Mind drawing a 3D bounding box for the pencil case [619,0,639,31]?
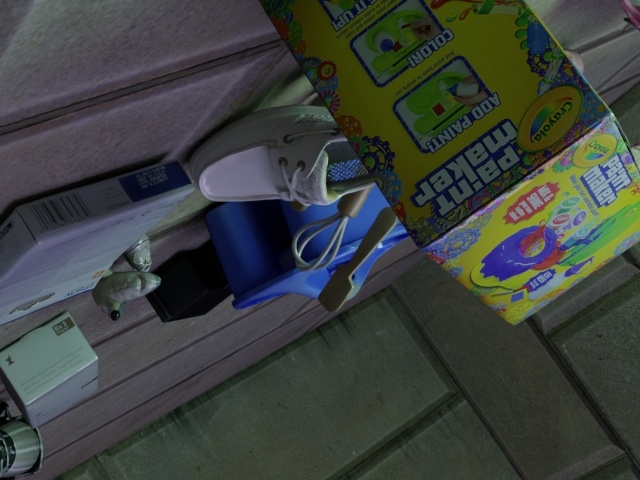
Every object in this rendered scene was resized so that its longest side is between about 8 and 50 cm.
[{"bbox_3d":[0.543,-0.382,1.847,0.167,0.160,0.386,-29,176,25],"label":"pencil case"}]

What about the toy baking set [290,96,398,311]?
[{"bbox_3d":[0.033,-0.058,1.407,0.196,0.256,0.030,-25,163,33],"label":"toy baking set"}]

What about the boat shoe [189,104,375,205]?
[{"bbox_3d":[-0.006,-0.083,1.303,0.277,0.096,0.098,-14,137,10],"label":"boat shoe"}]

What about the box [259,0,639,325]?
[{"bbox_3d":[0.131,-0.111,1.075,0.177,0.279,0.290,-36,154,10],"label":"box"}]

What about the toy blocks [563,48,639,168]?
[{"bbox_3d":[0.410,-0.148,2.201,0.309,0.289,0.260,-41,165,22],"label":"toy blocks"}]

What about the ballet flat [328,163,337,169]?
[{"bbox_3d":[0.057,-0.173,1.455,0.080,0.073,0.232,32,126,-32],"label":"ballet flat"}]

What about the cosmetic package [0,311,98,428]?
[{"bbox_3d":[-0.375,0.184,1.712,0.117,0.085,0.231,-33,173,-16],"label":"cosmetic package"}]

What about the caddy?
[{"bbox_3d":[0.000,0.000,1.681,0.241,0.179,0.341,-25,176,24],"label":"caddy"}]

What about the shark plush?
[{"bbox_3d":[-0.250,0.068,1.561,0.067,0.073,0.161,-18,170,-23],"label":"shark plush"}]

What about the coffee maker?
[{"bbox_3d":[-0.521,0.331,1.852,0.171,0.120,0.178,-35,171,7],"label":"coffee maker"}]

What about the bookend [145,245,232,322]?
[{"bbox_3d":[-0.158,0.041,1.786,0.156,0.072,0.157,-38,171,15],"label":"bookend"}]

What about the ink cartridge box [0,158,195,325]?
[{"bbox_3d":[-0.268,0.011,1.266,0.224,0.045,0.223,-40,170,38],"label":"ink cartridge box"}]

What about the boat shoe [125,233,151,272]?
[{"bbox_3d":[-0.223,0.021,1.539,0.035,0.035,0.100,-32,172,-18],"label":"boat shoe"}]
